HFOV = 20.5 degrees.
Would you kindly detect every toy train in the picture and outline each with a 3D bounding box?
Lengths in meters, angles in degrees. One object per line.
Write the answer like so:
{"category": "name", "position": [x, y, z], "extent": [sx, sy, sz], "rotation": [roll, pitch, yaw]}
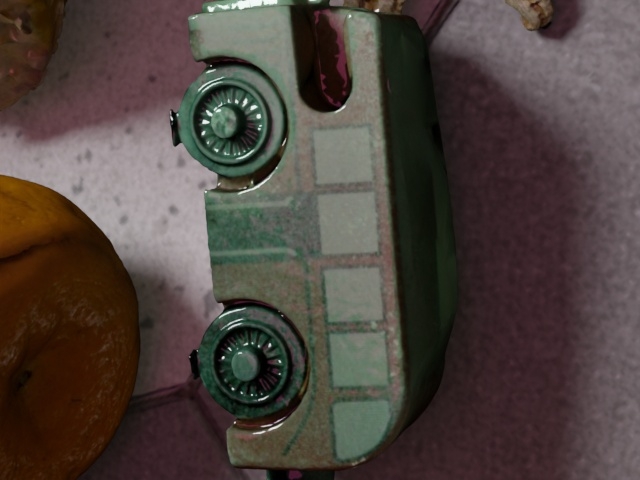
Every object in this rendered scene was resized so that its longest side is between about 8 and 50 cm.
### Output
{"category": "toy train", "position": [0.000, 0.000, 1.120], "extent": [0.159, 0.129, 0.326], "rotation": [-3, 95, 18]}

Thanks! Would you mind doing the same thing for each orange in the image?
{"category": "orange", "position": [-0.251, 0.070, 1.181], "extent": [0.183, 0.249, 0.249], "rotation": [25, 98, 36]}

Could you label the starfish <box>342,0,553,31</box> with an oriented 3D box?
{"category": "starfish", "position": [0.051, -0.215, 1.157], "extent": [0.295, 0.048, 0.231], "rotation": [-9, 88, 24]}

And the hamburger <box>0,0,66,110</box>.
{"category": "hamburger", "position": [-0.312, -0.293, 1.146], "extent": [0.268, 0.445, 0.287], "rotation": [-8, 57, 23]}
